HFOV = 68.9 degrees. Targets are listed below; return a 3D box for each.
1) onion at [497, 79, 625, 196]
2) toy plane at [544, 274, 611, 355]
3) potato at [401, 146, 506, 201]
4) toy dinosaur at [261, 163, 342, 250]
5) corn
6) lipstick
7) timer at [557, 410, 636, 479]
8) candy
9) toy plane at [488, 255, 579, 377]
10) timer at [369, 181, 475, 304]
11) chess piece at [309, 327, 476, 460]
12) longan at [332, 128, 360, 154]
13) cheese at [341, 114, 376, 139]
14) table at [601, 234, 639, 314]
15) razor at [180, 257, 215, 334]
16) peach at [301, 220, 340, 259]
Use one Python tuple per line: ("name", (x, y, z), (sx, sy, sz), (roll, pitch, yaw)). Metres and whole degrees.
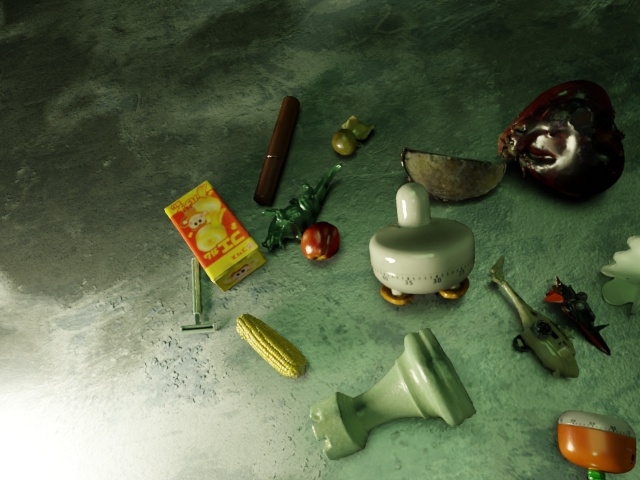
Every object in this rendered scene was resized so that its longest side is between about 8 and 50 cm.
("onion", (0.591, -0.231, 1.106), (0.281, 0.221, 0.280), (0, 87, 1))
("toy plane", (0.558, 0.160, 0.989), (0.189, 0.130, 0.061), (47, 122, 12))
("potato", (0.323, -0.169, 1.205), (0.262, 0.100, 0.120), (10, 104, 0))
("toy dinosaur", (-0.058, -0.094, 1.230), (0.120, 0.079, 0.291), (26, 74, 15))
("corn", (-0.114, 0.243, 1.077), (0.206, 0.067, 0.067), (34, 74, 23))
("lipstick", (-0.121, -0.264, 1.335), (0.058, 0.057, 0.356), (7, 66, 13))
("timer", (0.516, 0.389, 0.871), (0.136, 0.099, 0.136), (-11, 55, 16))
("candy", (-0.277, -0.016, 1.224), (0.146, 0.088, 0.276), (-37, 63, -10))
("toy plane", (0.455, 0.165, 1.005), (0.108, 0.092, 0.286), (-21, 61, -25))
("timer", (0.222, 0.005, 1.038), (0.234, 0.239, 0.233), (-9, 21, 3))
("chess piece", (0.133, 0.323, 0.939), (0.299, 0.194, 0.194), (-29, 62, 6))
("longan", (0.074, -0.275, 1.302), (0.084, 0.075, 0.075), (1, 60, -22))
("cheese", (0.107, -0.321, 1.330), (0.084, 0.041, 0.060), (33, 81, 11))
("table", (0.688, 0.054, 0.948), (0.167, 0.198, 0.166), (-4, 63, 9))
("razor", (-0.316, 0.138, 1.190), (0.084, 0.035, 0.211), (-1, 55, -17))
("peach", (-0.001, -0.001, 1.164), (0.101, 0.100, 0.100), (-4, 64, 8))
